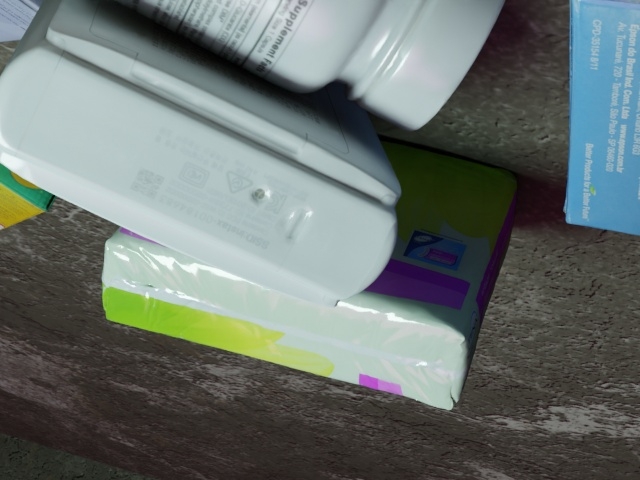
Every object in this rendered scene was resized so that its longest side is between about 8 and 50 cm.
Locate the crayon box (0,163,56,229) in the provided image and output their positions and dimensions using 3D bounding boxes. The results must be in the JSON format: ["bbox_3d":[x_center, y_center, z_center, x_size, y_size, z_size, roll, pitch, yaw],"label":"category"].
[{"bbox_3d":[-0.415,-0.119,1.202,0.278,0.081,0.165,37,149,-28],"label":"crayon box"}]

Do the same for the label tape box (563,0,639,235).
[{"bbox_3d":[0.324,-0.081,0.698,0.334,0.105,0.240,12,153,17],"label":"label tape box"}]

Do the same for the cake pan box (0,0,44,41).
[{"bbox_3d":[-0.359,-0.238,0.899,0.246,0.070,0.267,-1,158,35],"label":"cake pan box"}]

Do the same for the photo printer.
[{"bbox_3d":[-0.084,-0.095,0.811,0.256,0.307,0.107,24,109,-16],"label":"photo printer"}]

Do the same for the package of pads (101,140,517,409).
[{"bbox_3d":[0.000,0.000,0.958,0.297,0.229,0.101,14,129,12],"label":"package of pads"}]

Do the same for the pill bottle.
[{"bbox_3d":[-0.036,-0.189,0.701,0.283,0.160,0.160,27,153,-11],"label":"pill bottle"}]
